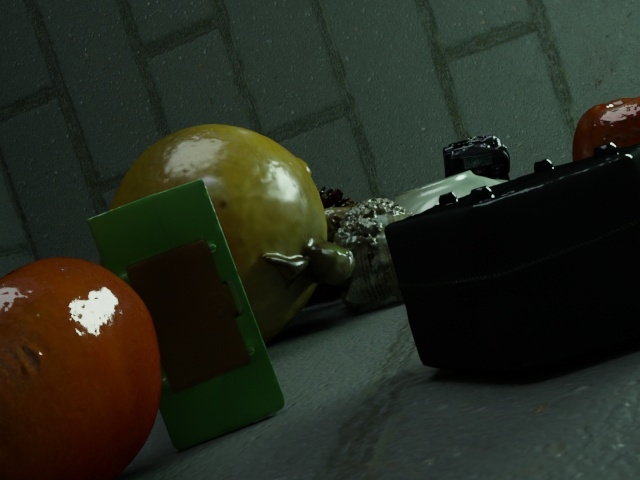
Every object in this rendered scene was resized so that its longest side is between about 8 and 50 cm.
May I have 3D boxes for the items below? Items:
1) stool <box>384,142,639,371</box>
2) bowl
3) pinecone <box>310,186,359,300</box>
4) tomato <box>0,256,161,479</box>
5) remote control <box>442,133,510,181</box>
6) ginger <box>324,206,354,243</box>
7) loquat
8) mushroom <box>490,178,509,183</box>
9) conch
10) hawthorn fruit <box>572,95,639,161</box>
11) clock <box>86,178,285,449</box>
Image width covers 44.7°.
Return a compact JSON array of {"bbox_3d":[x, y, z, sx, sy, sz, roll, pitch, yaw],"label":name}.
[{"bbox_3d":[0.175,0.012,0.636,0.232,0.141,0.232,-19,3,1],"label":"stool"},{"bbox_3d":[0.210,-0.030,1.307,0.276,0.145,0.277,-20,1,0],"label":"bowl"},{"bbox_3d":[0.000,0.000,1.428,0.221,0.222,0.221,-18,3,1],"label":"pinecone"},{"bbox_3d":[-0.240,0.128,0.585,0.259,0.180,0.260,-27,10,5],"label":"tomato"},{"bbox_3d":[0.328,-0.123,1.645,0.144,0.062,0.399,-9,-18,10],"label":"remote control"},{"bbox_3d":[-0.061,0.034,1.288,0.333,0.166,0.080,-42,24,27],"label":"ginger"},{"bbox_3d":[-0.121,0.003,1.076,0.359,0.329,0.328,9,15,25],"label":"loquat"},{"bbox_3d":[0.259,-0.035,1.579,0.328,0.122,0.159,-17,-33,15],"label":"mushroom"},{"bbox_3d":[0.102,0.021,1.136,0.245,0.178,0.163,-11,-33,27],"label":"conch"},{"bbox_3d":[0.417,-0.104,1.026,0.189,0.189,0.189,-18,3,1],"label":"hawthorn fruit"},{"bbox_3d":[-0.136,0.068,0.802,0.106,0.220,0.255,-20,2,-10],"label":"clock"}]
